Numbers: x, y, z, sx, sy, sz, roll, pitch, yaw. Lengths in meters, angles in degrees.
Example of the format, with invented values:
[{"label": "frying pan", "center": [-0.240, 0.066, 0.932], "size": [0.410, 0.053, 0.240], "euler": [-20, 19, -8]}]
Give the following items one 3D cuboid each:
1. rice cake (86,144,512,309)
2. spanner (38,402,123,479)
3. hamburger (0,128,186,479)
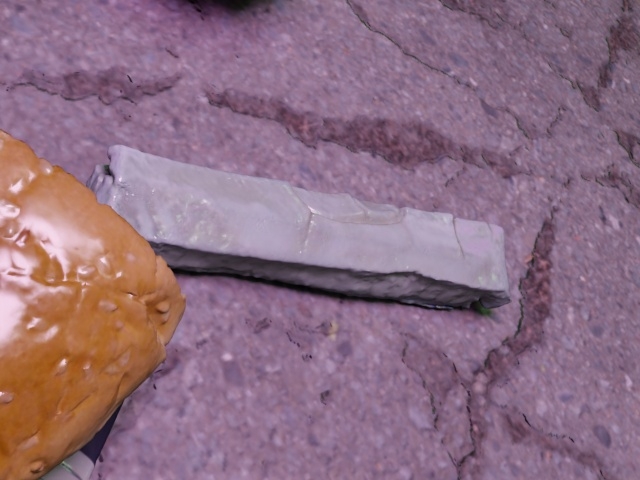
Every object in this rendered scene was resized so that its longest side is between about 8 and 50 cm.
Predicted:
[{"label": "rice cake", "center": [0.000, 0.000, 0.704], "size": [0.336, 0.063, 0.066], "euler": [9, 66, -32]}, {"label": "spanner", "center": [-0.155, 0.169, 0.522], "size": [0.087, 0.024, 0.315], "euler": [32, 48, -16]}, {"label": "hamburger", "center": [-0.176, 0.058, 0.487], "size": [0.155, 0.135, 0.207], "euler": [34, 51, 3]}]
